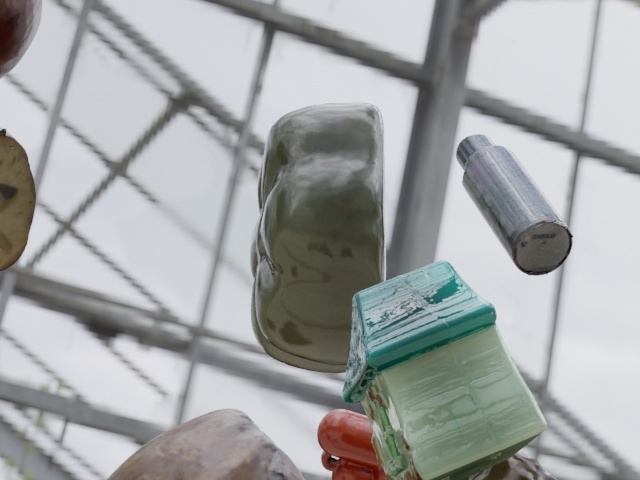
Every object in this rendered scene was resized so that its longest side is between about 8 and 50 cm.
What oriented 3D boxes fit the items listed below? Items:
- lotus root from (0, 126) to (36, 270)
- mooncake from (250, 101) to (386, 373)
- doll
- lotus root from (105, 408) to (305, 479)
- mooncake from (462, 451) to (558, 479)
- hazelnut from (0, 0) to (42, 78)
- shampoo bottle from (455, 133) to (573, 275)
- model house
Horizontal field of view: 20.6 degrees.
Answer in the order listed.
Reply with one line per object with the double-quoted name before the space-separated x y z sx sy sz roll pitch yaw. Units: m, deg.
"lotus root" -0.469 -0.077 2.335 0.074 0.170 0.261 31 -33 51
"mooncake" 0.000 0.000 1.725 0.135 0.275 0.275 1 -24 -3
"doll" 0.123 0.297 2.212 0.290 0.130 0.161 20 -64 -11
"lotus root" -0.132 0.408 2.561 0.316 0.250 0.316 38 -23 20
"mooncake" 0.194 0.373 1.803 0.324 0.187 0.324 47 -19 22
"hazelnut" -0.353 -0.210 1.601 0.208 0.208 0.208 10 -24 4
"shampoo bottle" 0.194 -0.044 1.823 0.072 0.214 0.072 -8 -58 -12
"model house" 0.074 0.095 1.226 0.100 0.149 0.127 -19 -14 -13
